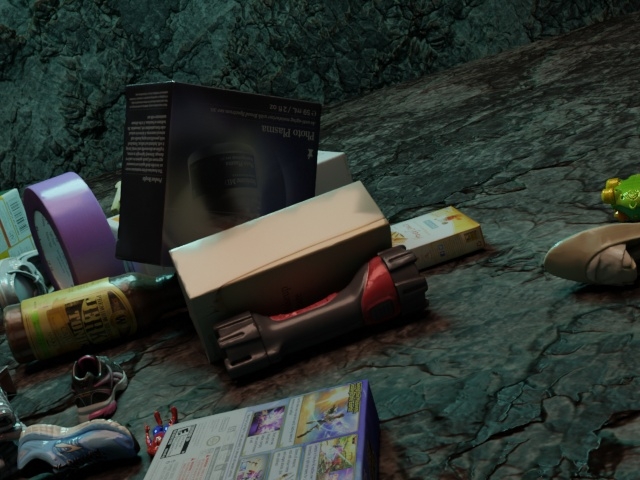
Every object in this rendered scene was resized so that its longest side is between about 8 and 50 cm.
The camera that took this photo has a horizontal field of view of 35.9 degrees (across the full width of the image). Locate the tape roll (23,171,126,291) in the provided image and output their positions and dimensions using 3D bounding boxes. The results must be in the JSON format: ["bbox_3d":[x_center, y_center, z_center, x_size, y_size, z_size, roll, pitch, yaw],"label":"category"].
[{"bbox_3d":[-0.458,0.015,1.846,0.090,0.274,0.275,-23,17,-26],"label":"tape roll"}]

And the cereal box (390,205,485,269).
[{"bbox_3d":[0.138,0.012,1.669,0.240,0.047,0.173,-18,15,-6],"label":"cereal box"}]

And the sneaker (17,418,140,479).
[{"bbox_3d":[-0.301,0.270,1.226,0.162,0.063,0.073,-8,43,12],"label":"sneaker"}]

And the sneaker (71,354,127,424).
[{"bbox_3d":[-0.327,0.197,1.443,0.072,0.077,0.178,-17,14,-7],"label":"sneaker"}]

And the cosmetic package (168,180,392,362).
[{"bbox_3d":[-0.052,0.046,1.478,0.309,0.160,0.113,-22,48,-11],"label":"cosmetic package"}]

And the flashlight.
[{"bbox_3d":[-0.001,0.100,1.410,0.304,0.103,0.103,-19,-10,-7],"label":"flashlight"}]

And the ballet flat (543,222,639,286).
[{"bbox_3d":[0.426,0.017,1.311,0.248,0.086,0.086,-15,15,3],"label":"ballet flat"}]

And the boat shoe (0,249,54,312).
[{"bbox_3d":[-0.607,0.076,2.098,0.103,0.118,0.320,-19,8,6],"label":"boat shoe"}]

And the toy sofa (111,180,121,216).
[{"bbox_3d":[-0.272,-0.124,2.204,0.362,0.150,0.177,-21,34,17],"label":"toy sofa"}]

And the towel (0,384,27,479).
[{"bbox_3d":[-0.537,0.274,1.306,0.284,0.121,0.235,-23,17,-24],"label":"towel"}]

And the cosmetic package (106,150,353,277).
[{"bbox_3d":[-0.172,-0.033,1.936,0.453,0.161,0.230,-23,17,-25],"label":"cosmetic package"}]

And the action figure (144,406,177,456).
[{"bbox_3d":[-0.201,0.243,1.245,0.038,0.030,0.115,-11,17,-1],"label":"action figure"}]

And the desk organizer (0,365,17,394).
[{"bbox_3d":[-0.556,0.241,1.575,0.130,0.050,0.047,-12,16,17],"label":"desk organizer"}]

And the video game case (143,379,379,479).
[{"bbox_3d":[-0.064,0.250,1.011,0.244,0.061,0.269,-15,15,9],"label":"video game case"}]

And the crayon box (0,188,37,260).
[{"bbox_3d":[-0.783,0.025,2.284,0.083,0.203,0.323,-12,16,18],"label":"crayon box"}]

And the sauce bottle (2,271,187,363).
[{"bbox_3d":[-0.363,0.116,1.698,0.344,0.111,0.111,-17,15,-7],"label":"sauce bottle"}]

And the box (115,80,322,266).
[{"bbox_3d":[-0.168,-0.102,1.666,0.296,0.294,0.183,2,4,-36],"label":"box"}]

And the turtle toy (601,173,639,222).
[{"bbox_3d":[0.495,-0.067,1.540,0.095,0.066,0.130,-7,17,26],"label":"turtle toy"}]
